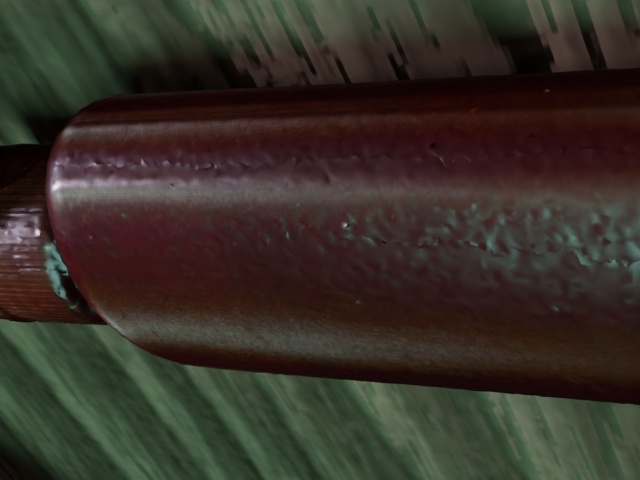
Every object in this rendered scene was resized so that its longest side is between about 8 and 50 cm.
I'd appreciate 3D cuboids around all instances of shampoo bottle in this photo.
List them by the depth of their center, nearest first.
[{"bbox_3d":[0.000,0.000,0.430,0.260,0.064,0.102,0,138,34],"label":"shampoo bottle"}]
